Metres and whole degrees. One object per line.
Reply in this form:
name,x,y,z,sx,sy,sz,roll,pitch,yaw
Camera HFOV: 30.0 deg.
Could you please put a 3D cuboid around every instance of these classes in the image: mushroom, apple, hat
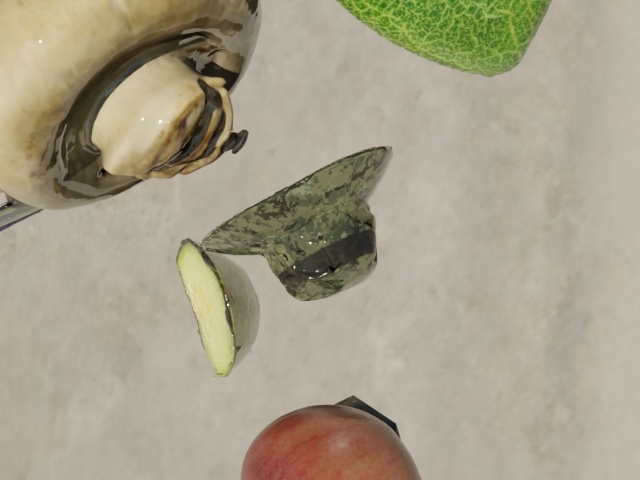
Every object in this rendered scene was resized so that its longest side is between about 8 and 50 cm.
mushroom,-0.208,-0.169,1.280,0.362,0.362,0.294,-35,74,-23
apple,0.011,0.193,0.887,0.120,0.153,0.153,-28,83,-18
hat,0.000,0.000,1.409,0.265,0.265,0.128,-24,78,-22

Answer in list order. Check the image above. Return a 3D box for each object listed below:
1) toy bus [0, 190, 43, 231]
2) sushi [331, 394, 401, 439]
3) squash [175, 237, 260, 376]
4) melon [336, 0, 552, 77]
toy bus,-0.426,-0.059,1.527,0.317,0.138,0.112,-25,80,11
sushi,0.037,0.414,1.839,0.227,0.215,0.212,-30,44,-32
squash,-0.118,0.075,1.598,0.085,0.184,0.192,-18,80,-21
melon,0.132,-0.395,1.553,0.343,0.331,0.226,-4,32,-34
